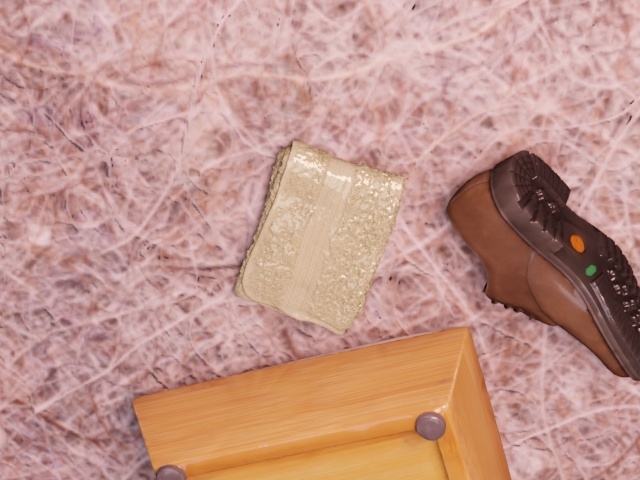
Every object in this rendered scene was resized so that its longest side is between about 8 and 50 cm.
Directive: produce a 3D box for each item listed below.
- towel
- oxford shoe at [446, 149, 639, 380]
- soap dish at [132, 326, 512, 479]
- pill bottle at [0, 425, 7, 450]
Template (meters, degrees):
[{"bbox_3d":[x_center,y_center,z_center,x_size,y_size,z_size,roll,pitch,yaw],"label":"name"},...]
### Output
[{"bbox_3d":[0.000,0.000,0.975,0.110,0.027,0.148,18,114,-6],"label":"towel"},{"bbox_3d":[0.183,0.030,0.963,0.096,0.083,0.227,-26,114,38],"label":"oxford shoe"},{"bbox_3d":[0.010,0.210,1.019,0.291,0.118,0.229,-13,113,10],"label":"soap dish"},{"bbox_3d":[-0.372,0.189,0.975,0.221,0.121,0.121,-41,109,-16],"label":"pill bottle"}]
